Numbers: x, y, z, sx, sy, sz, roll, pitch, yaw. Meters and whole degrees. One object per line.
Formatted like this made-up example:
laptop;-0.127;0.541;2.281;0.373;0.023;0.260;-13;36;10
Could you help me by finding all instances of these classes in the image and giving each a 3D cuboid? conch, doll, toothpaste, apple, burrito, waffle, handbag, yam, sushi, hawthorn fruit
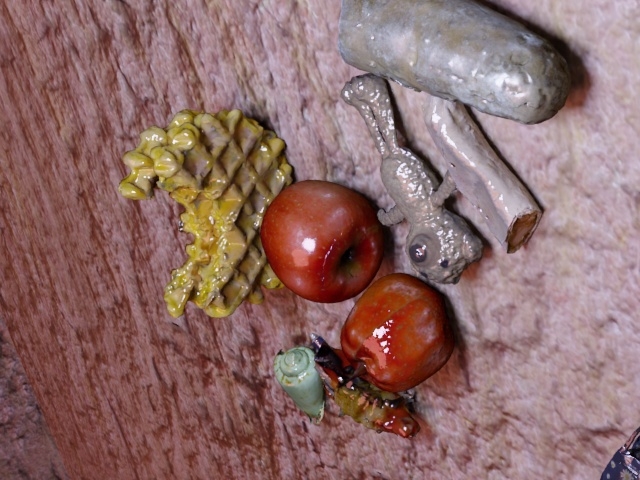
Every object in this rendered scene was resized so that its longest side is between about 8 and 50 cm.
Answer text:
conch;-0.038;0.250;2.180;0.106;0.079;0.170;51;160;45
doll;0.121;-0.081;1.637;0.203;0.091;0.286;10;116;42
toothpaste;0.011;0.190;2.099;0.083;0.019;0.027;48;125;16
apple;0.000;0.000;1.779;0.168;0.181;0.181;26;137;38
burrito;0.196;-0.088;1.525;0.226;0.060;0.087;56;155;3
waffle;-0.163;-0.051;1.903;0.151;0.261;0.324;12;130;43
handbag;0.412;0.279;1.523;0.115;0.072;0.139;37;140;40
yam;0.146;-0.221;1.418;0.330;0.133;0.133;31;140;37
sushi;0.077;0.252;1.985;0.226;0.103;0.097;39;118;35
hawthorn fruit;0.097;0.145;1.757;0.157;0.194;0.157;41;157;22
